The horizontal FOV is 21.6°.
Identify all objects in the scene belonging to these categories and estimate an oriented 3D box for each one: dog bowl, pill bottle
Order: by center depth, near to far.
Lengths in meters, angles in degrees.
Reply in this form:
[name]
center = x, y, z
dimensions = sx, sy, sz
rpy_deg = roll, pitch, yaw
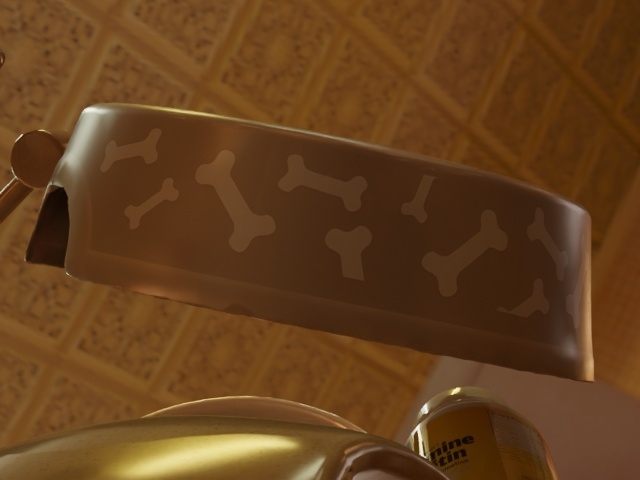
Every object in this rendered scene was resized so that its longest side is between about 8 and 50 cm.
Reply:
[dog bowl]
center = 0.000, 0.000, 0.994
dimensions = 0.349, 0.348, 0.102
rpy_deg = 15, -93, -53
[pill bottle]
center = 0.100, 0.163, 1.045
dimensions = 0.184, 0.103, 0.103
rpy_deg = -96, 15, -70

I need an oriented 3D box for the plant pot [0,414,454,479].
[plant pot]
center = -0.026, 0.167, 0.539
dimensions = 0.191, 0.284, 0.284
rpy_deg = -37, -29, 23

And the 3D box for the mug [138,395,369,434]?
[mug]
center = -0.010, 0.325, 1.264
dimensions = 0.276, 0.374, 0.328
rpy_deg = -93, 1, -50

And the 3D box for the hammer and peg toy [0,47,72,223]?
[hammer and peg toy]
center = -0.431, -0.109, 1.623
dimensions = 0.266, 0.361, 0.127
rpy_deg = -56, -7, 4
